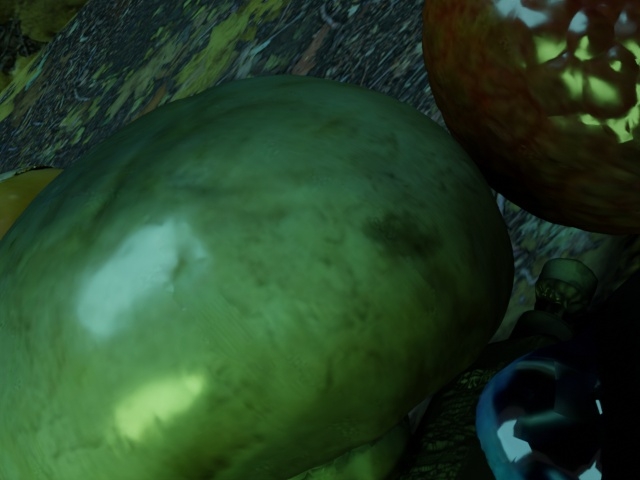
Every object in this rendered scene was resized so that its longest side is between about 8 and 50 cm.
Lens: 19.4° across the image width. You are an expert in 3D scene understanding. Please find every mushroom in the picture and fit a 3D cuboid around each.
[{"bbox_3d":[-0.046,0.049,1.118,0.352,0.260,0.352,-31,14,9],"label":"mushroom"}]

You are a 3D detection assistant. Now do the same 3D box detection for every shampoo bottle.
[{"bbox_3d":[0.094,0.138,1.126,0.098,0.071,0.309,-19,37,55],"label":"shampoo bottle"}]

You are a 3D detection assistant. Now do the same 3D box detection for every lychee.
[{"bbox_3d":[0.180,-0.129,1.166,0.255,0.255,0.300,-41,54,22],"label":"lychee"}]

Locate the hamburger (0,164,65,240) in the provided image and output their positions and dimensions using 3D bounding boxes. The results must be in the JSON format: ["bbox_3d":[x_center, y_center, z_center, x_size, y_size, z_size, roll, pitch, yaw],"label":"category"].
[{"bbox_3d":[-0.239,0.054,1.682,0.237,0.276,0.276,-22,34,47],"label":"hamburger"}]

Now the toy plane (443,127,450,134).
[{"bbox_3d":[-0.003,-0.005,1.492,0.267,0.123,0.267,-23,31,15],"label":"toy plane"}]

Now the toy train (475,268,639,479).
[{"bbox_3d":[0.204,0.118,0.672,0.188,0.265,0.300,-49,20,30],"label":"toy train"}]
